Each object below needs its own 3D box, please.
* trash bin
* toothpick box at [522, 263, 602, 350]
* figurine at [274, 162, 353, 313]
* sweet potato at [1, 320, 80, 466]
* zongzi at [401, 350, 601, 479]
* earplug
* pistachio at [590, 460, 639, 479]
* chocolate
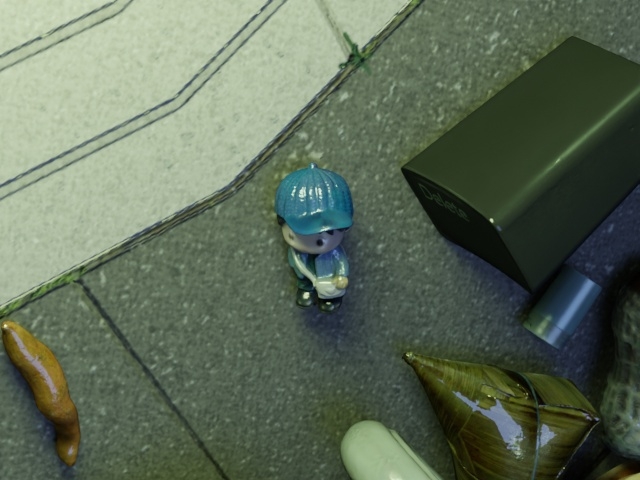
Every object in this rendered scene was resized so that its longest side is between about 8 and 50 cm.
[{"bbox_3d":[0.223,-0.084,1.542,0.225,0.165,0.115,-42,127,-9],"label":"trash bin"},{"bbox_3d":[0.265,0.073,1.712,0.052,0.052,0.083,32,94,-38],"label":"toothpick box"},{"bbox_3d":[0.000,0.000,1.503,0.149,0.086,0.087,82,30,-41],"label":"figurine"},{"bbox_3d":[-0.252,0.141,1.447,0.044,0.044,0.179,-31,125,-14],"label":"sweet potato"},{"bbox_3d":[0.160,0.237,1.703,0.242,0.112,0.221,13,107,-27],"label":"zongzi"},{"bbox_3d":[0.090,0.332,1.645,0.175,0.214,0.325,-20,129,-20],"label":"earplug"},{"bbox_3d":[0.386,0.363,1.842,0.318,0.193,0.213,-11,95,-17],"label":"pistachio"},{"bbox_3d":[0.376,0.146,1.782,0.110,0.110,0.248,-14,122,-25],"label":"chocolate"}]
